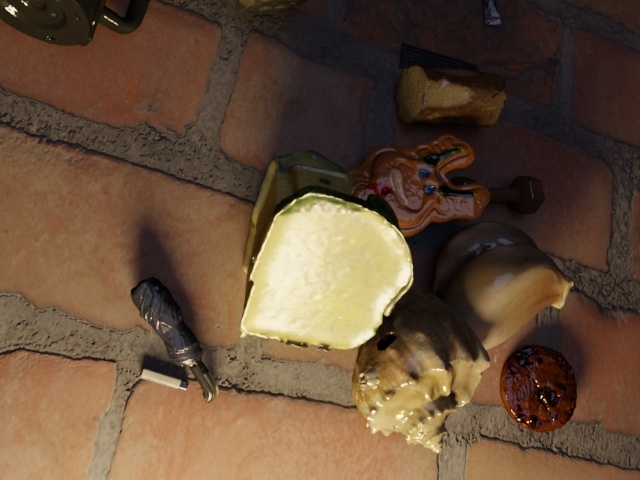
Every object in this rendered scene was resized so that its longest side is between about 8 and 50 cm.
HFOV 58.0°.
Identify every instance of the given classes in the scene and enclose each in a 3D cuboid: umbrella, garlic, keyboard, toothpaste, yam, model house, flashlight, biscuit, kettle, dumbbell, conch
[{"bbox_3d":[-0.248,0.175,1.026,0.071,0.071,0.248,-37,95,-23],"label":"umbrella"},{"bbox_3d":[0.328,0.101,1.207,0.340,0.231,0.245,-39,136,-6],"label":"garlic"},{"bbox_3d":[0.284,-0.417,1.377,0.203,0.011,0.067,11,75,-17],"label":"keyboard"},{"bbox_3d":[0.428,-0.627,1.469,0.045,0.028,0.169,-3,80,-8],"label":"toothpaste"},{"bbox_3d":[0.300,-0.320,1.302,0.239,0.129,0.128,0,42,-20],"label":"yam"},{"bbox_3d":[0.000,0.000,1.028,0.262,0.321,0.266,12,33,-16],"label":"model house"},{"bbox_3d":[-0.275,0.246,1.019,0.083,0.018,0.018,21,71,-13],"label":"flashlight"},{"bbox_3d":[0.476,0.319,1.252,0.192,0.049,0.191,6,71,-19],"label":"biscuit"},{"bbox_3d":[0.181,-0.110,1.202,0.334,0.047,0.201,-12,77,-5],"label":"biscuit"},{"bbox_3d":[-0.439,-0.530,1.051,0.262,0.203,0.307,19,69,-12],"label":"kettle"},{"bbox_3d":[0.395,-0.101,1.303,0.231,0.092,0.082,-3,51,-19],"label":"dumbbell"},{"bbox_3d":[0.164,0.223,1.066,0.263,0.186,0.324,-29,82,11],"label":"conch"}]

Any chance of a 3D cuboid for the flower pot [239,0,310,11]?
[{"bbox_3d":[-0.100,-0.554,1.184,0.236,0.235,0.140,-14,106,-22],"label":"flower pot"}]
